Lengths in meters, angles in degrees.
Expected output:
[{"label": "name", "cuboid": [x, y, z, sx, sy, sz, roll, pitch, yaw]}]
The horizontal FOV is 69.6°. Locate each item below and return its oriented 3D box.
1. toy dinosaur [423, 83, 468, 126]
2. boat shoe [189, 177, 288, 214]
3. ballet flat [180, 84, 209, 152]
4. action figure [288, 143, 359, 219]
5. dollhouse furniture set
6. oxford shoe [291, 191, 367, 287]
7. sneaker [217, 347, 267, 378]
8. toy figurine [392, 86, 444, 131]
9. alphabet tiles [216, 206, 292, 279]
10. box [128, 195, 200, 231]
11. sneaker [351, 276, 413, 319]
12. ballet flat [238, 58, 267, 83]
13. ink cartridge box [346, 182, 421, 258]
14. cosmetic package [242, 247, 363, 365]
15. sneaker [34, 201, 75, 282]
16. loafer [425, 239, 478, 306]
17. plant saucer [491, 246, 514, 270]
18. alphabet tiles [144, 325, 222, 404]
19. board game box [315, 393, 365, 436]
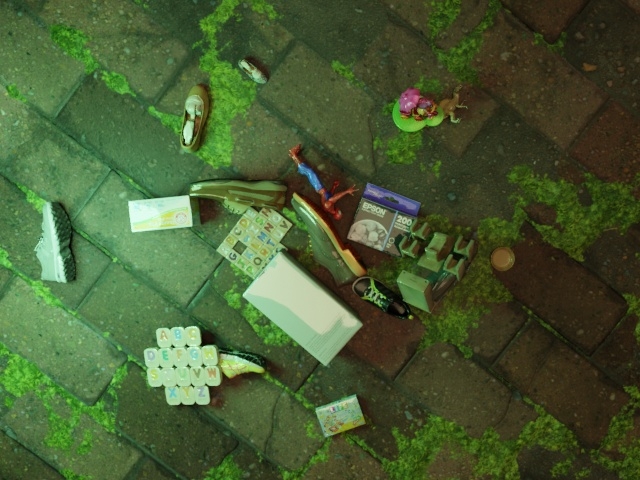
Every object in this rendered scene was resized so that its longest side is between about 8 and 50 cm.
[{"label": "toy dinosaur", "cuboid": [0.438, -0.436, 1.568, 0.092, 0.053, 0.183, 40, 98, 15]}, {"label": "boat shoe", "cuboid": [-0.265, -0.143, 1.518, 0.323, 0.122, 0.120, 0, 98, -15]}, {"label": "ballet flat", "cuboid": [-0.425, -0.411, 1.549, 0.079, 0.073, 0.233, 8, 94, -1]}, {"label": "action figure", "cuboid": [0.020, -0.208, 1.553, 0.139, 0.091, 0.281, -30, 90, -5]}, {"label": "dollhouse furniture set", "cuboid": [0.365, 0.090, 1.519, 0.212, 0.161, 0.242, 24, 69, 32]}, {"label": "oxford shoe", "cuboid": [0.000, 0.000, 1.554, 0.132, 0.130, 0.364, -38, 89, 13]}, {"label": "sneaker", "cuboid": [-0.288, 0.440, 1.608, 0.208, 0.081, 0.094, 10, 94, 11]}, {"label": "toy figurine", "cuboid": [0.315, -0.431, 1.487, 0.173, 0.159, 0.130, 13, 92, 12]}, {"label": "alphabet tiles", "cuboid": [-0.215, 0.002, 1.610, 0.198, 0.009, 0.237, 37, 94, -2]}, {"label": "box", "cuboid": [-0.521, -0.091, 1.551, 0.202, 0.114, 0.103, -6, 94, -1]}, {"label": "sneaker", "cuboid": [0.219, 0.197, 1.578, 0.234, 0.097, 0.084, 28, 93, -2]}, {"label": "ballet flat", "cuboid": [-0.232, -0.573, 1.555, 0.114, 0.041, 0.041, 37, 93, -3]}, {"label": "ink cartridge box", "cuboid": [0.221, -0.069, 1.587, 0.206, 0.045, 0.209, 20, 92, -1]}, {"label": "cosmetic package", "cuboid": [-0.057, 0.217, 1.548, 0.365, 0.155, 0.197, 43, 93, -3]}, {"label": "sneaker", "cuboid": [-0.922, 0.009, 1.562, 0.115, 0.105, 0.282, -3, 94, 0]}, {"label": "loafer", "cuboid": [0.448, 0.117, 1.587, 0.084, 0.096, 0.267, 38, 101, -21]}, {"label": "plant saucer", "cuboid": [0.635, 0.064, 1.609, 0.083, 0.015, 0.084, 0, 95, 0]}, {"label": "alphabet tiles", "cuboid": [-0.480, 0.439, 1.601, 0.283, 0.021, 0.278, -5, 94, 14]}, {"label": "board game box", "cuboid": [0.072, 0.626, 1.642, 0.154, 0.026, 0.104, -20, 93, 1]}]
